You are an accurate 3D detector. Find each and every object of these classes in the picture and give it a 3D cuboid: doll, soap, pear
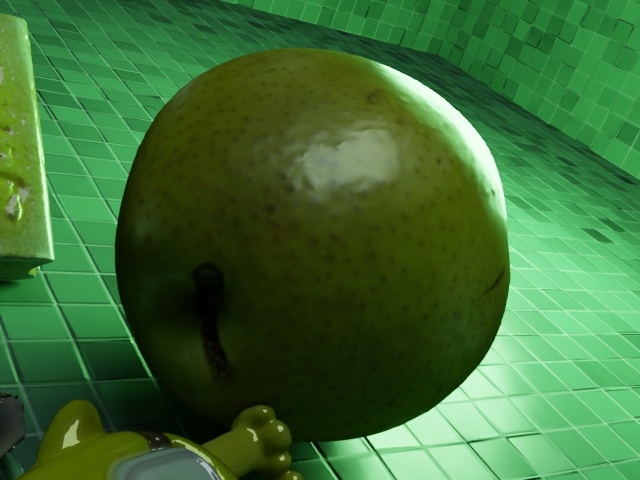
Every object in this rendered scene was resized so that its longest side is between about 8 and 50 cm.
[{"bbox_3d":[-0.141,0.199,0.484,0.363,0.145,0.199,-17,77,-52],"label":"doll"},{"bbox_3d":[-0.367,-0.099,0.837,0.173,0.089,0.274,1,70,-41],"label":"soap"},{"bbox_3d":[0.000,0.000,0.783,0.362,0.362,0.418,32,28,23],"label":"pear"}]

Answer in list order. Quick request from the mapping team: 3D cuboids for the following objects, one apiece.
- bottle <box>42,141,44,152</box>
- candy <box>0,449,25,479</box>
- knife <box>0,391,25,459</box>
[{"bbox_3d":[-0.441,-0.091,0.908,0.260,0.112,0.112,-1,31,-42],"label":"bottle"},{"bbox_3d":[-0.264,0.124,0.649,0.093,0.092,0.335,-37,59,-13],"label":"candy"},{"bbox_3d":[-0.385,0.097,0.566,0.365,0.043,0.089,12,53,-8],"label":"knife"}]
